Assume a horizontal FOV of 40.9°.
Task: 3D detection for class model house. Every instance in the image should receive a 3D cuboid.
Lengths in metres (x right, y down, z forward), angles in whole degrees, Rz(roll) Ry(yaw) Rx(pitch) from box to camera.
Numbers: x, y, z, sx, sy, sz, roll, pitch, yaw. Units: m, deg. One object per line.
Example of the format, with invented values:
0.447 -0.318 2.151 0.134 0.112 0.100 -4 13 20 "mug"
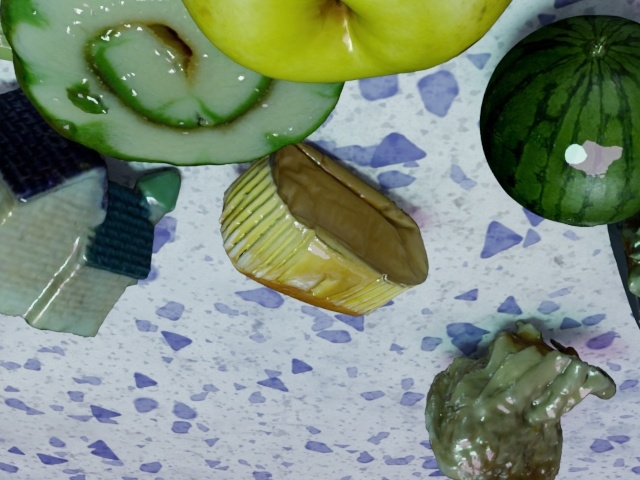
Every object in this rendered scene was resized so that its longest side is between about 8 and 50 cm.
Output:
-0.355 -0.048 1.167 0.284 0.243 0.298 -45 151 13 "model house"

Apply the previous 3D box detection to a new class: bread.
-0.143 -0.227 0.939 0.381 0.129 0.366 -21 143 21 "bread"
0.000 0.000 1.189 0.288 0.204 0.156 25 131 -29 "bread"

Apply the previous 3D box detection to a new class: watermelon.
0.303 -0.135 0.984 0.242 0.242 0.242 2 140 2 "watermelon"

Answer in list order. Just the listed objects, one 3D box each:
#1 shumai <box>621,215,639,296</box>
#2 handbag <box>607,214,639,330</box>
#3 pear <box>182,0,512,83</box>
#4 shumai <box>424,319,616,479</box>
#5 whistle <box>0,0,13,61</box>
0.496 -0.008 1.004 0.260 0.225 0.222 11 163 -11 "shumai"
0.563 0.006 1.177 0.301 0.178 0.275 -14 121 19 "handbag"
0.020 -0.318 0.657 0.362 0.419 0.362 2 158 1 "pear"
0.343 0.279 1.429 0.314 0.267 0.262 -16 159 -48 "shumai"
-0.365 -0.293 0.962 0.105 0.085 0.227 11 139 -4 "whistle"
